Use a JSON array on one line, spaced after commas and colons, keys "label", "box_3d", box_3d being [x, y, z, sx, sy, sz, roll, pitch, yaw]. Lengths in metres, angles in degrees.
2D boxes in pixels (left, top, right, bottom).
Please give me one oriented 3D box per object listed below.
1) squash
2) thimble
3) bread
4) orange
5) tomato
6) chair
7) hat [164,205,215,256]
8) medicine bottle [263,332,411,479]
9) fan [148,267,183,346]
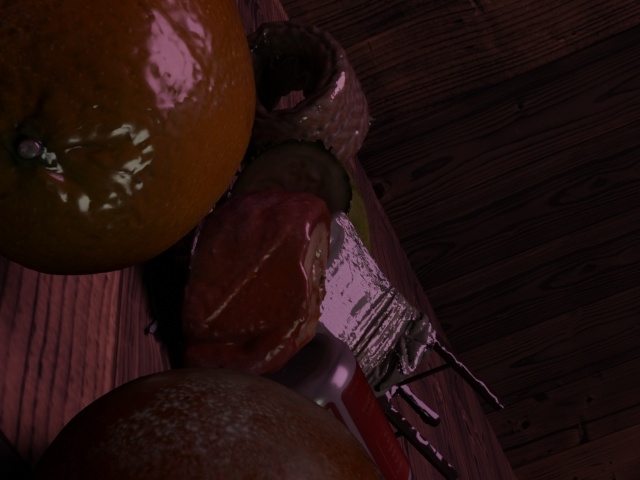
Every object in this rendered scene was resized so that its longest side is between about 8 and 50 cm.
[{"label": "squash", "box_3d": [0.000, 0.000, 1.678, 0.260, 0.189, 0.189, 43, 26, -58]}, {"label": "thimble", "box_3d": [-0.040, -0.207, 1.915, 0.229, 0.196, 0.148, 37, -17, 40]}, {"label": "bread", "box_3d": [-0.059, 0.040, 1.302, 0.244, 0.123, 0.190, -48, 145, -81]}, {"label": "orange", "box_3d": [-0.166, -0.102, 0.865, 0.264, 0.264, 0.264, -22, 90, -80]}, {"label": "tomato", "box_3d": [-0.056, 0.206, 0.815, 0.270, 0.222, 0.270, -23, 90, -84]}, {"label": "chair", "box_3d": [0.047, 0.142, 1.541, 0.319, 0.186, 0.160, 47, 56, -9]}, {"label": "hat", "box_3d": [-0.146, -0.021, 1.308, 0.077, 0.059, 0.076, 13, 72, -72]}, {"label": "medicine bottle", "box_3d": [0.018, 0.231, 1.424, 0.131, 0.131, 0.250, -94, 160, -62]}, {"label": "fan", "box_3d": [-0.150, 0.070, 1.231, 0.133, 0.005, 0.085, -70, 138, -77]}]
